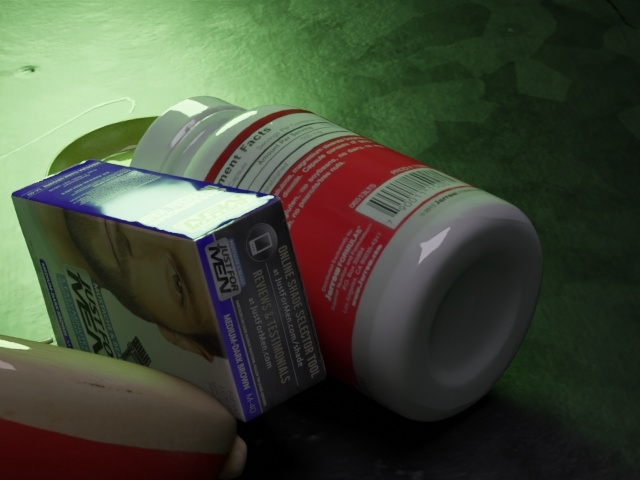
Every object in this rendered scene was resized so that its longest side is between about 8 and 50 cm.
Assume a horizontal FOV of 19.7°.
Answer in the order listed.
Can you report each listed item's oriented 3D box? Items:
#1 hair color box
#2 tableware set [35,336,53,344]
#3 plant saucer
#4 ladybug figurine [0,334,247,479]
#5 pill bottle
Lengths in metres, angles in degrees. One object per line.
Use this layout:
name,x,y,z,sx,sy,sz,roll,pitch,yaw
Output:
hair color box,-0.152,0.039,1.759,0.110,0.185,0.339,-28,24,-33
tableware set,-0.317,0.154,1.830,0.141,0.020,0.168,-13,36,-13
plant saucer,-0.195,-0.068,2.125,0.241,0.037,0.241,-3,35,2
ladybug figurine,-0.290,0.174,1.604,0.449,0.305,0.161,9,78,0
pill bottle,0.000,0.000,1.842,0.408,0.229,0.229,27,45,37
